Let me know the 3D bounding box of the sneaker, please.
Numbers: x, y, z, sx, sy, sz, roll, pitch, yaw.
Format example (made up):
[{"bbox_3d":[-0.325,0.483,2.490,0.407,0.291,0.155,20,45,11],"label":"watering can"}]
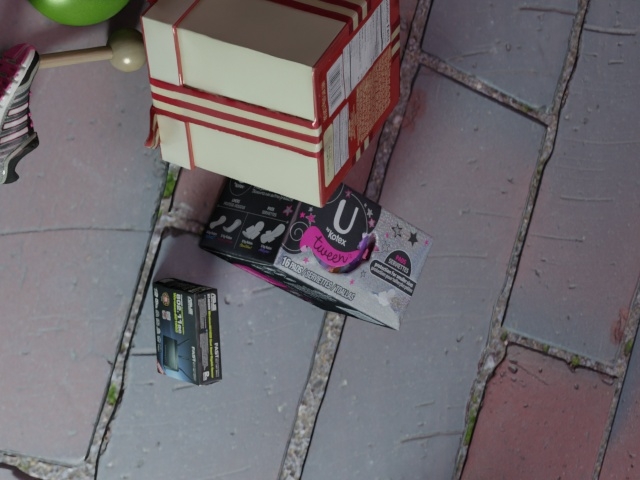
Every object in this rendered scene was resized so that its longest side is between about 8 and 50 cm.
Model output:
[{"bbox_3d":[-0.350,-0.138,1.845,0.074,0.063,0.170,22,87,-41],"label":"sneaker"}]

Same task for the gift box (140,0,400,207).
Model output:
[{"bbox_3d":[-0.075,-0.212,1.903,0.276,0.258,0.255,-50,151,-41],"label":"gift box"}]

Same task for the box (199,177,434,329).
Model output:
[{"bbox_3d":[0.000,0.000,2.109,0.247,0.163,0.142,28,80,-41],"label":"box"}]

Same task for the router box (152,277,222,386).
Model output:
[{"bbox_3d":[-0.166,0.114,2.028,0.038,0.092,0.122,-13,105,-40],"label":"router box"}]

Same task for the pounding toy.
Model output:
[{"bbox_3d":[-0.253,-0.310,1.869,0.183,0.110,0.237,-7,101,-41],"label":"pounding toy"}]
